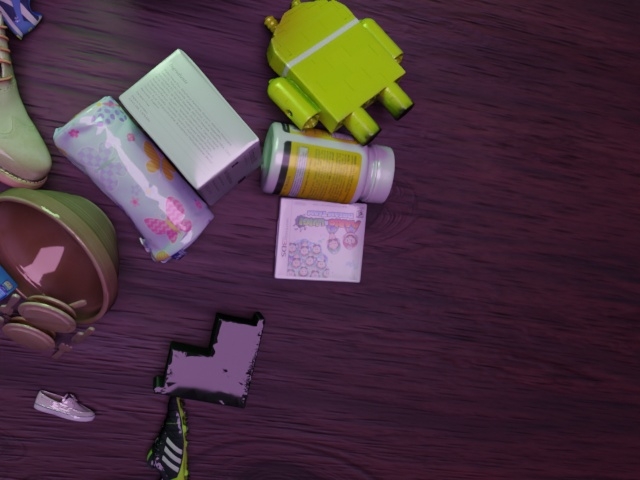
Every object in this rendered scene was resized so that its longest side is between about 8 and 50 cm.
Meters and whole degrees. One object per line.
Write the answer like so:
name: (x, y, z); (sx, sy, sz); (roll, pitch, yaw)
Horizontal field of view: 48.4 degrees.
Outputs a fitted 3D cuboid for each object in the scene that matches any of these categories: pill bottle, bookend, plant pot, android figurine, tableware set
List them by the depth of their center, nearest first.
plant pot: (-0.392, 0.007, 1.096); (0.237, 0.237, 0.110); (50, 44, -13)
tableware set: (-0.432, 0.123, 1.103); (0.128, 0.194, 0.039); (30, 54, -23)
android figurine: (0.023, -0.287, 1.178); (0.273, 0.056, 0.248); (46, 66, 5)
pill bottle: (0.011, -0.124, 1.198); (0.208, 0.119, 0.119); (8, 94, -13)
bookend: (-0.190, 0.188, 1.208); (0.157, 0.072, 0.156); (12, 92, -13)

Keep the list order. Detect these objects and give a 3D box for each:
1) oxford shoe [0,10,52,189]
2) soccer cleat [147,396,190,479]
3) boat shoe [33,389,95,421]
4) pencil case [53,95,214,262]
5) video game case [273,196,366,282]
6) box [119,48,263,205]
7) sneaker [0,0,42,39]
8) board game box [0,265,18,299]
oxford shoe: (-0.508, -0.256, 1.030); (0.146, 0.140, 0.397); (-30, 104, 18)
soccer cleat: (-0.260, 0.352, 1.217); (0.072, 0.060, 0.179); (-1, 99, -12)
boat shoe: (-0.422, 0.272, 1.184); (0.100, 0.035, 0.035); (19, 94, -8)
pencil case: (-0.294, -0.094, 1.134); (0.124, 0.113, 0.273); (-31, 105, 27)
video game case: (0.000, 0.000, 1.260); (0.157, 0.019, 0.143); (4, 95, -14)
box: (-0.190, -0.166, 1.096); (0.119, 0.181, 0.182); (-41, 88, -5)
sneaker: (-0.477, -0.377, 1.073); (0.059, 0.053, 0.144); (-38, 136, -14)
board game box: (-0.599, 0.073, 1.088); (0.210, 0.047, 0.160); (-34, 103, 8)
